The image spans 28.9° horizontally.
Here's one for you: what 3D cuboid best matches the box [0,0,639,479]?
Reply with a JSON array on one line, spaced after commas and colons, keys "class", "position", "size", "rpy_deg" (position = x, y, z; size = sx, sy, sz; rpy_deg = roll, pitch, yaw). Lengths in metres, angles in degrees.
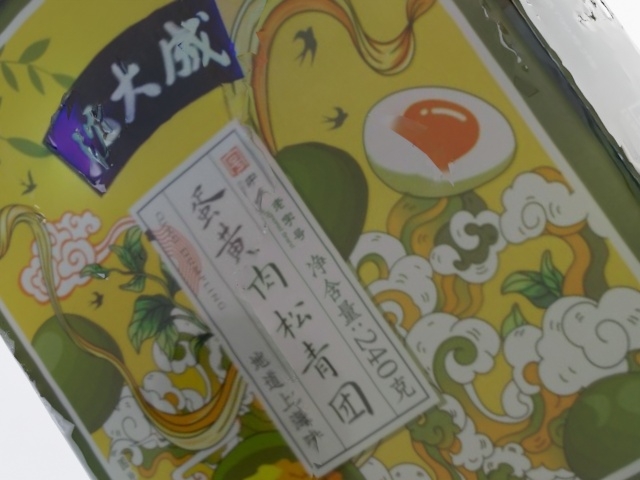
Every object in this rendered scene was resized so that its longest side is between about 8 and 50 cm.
[{"class": "box", "position": [0.000, 0.000, 0.667], "size": [0.373, 0.138, 0.420], "rpy_deg": [-36, -96, 32]}]
